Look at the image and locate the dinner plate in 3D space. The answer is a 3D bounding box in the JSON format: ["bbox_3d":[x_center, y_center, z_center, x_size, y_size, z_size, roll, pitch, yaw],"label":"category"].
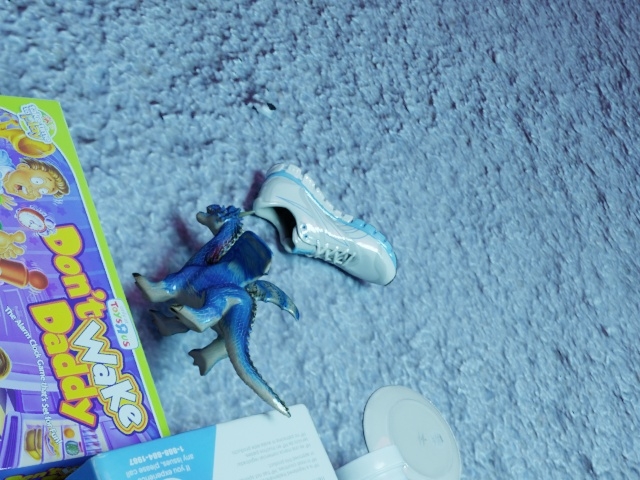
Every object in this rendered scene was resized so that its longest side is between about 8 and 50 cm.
[{"bbox_3d":[0.106,0.220,1.156,0.141,0.017,0.141,27,44,-29],"label":"dinner plate"}]

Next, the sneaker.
[{"bbox_3d":[0.000,0.000,1.200,0.190,0.071,0.083,36,46,-4],"label":"sneaker"}]

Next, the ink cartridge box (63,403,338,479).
[{"bbox_3d":[-0.063,0.308,0.826,0.223,0.129,0.308,-4,63,-46],"label":"ink cartridge box"}]

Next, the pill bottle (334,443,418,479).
[{"bbox_3d":[0.078,0.293,0.997,0.103,0.103,0.184,-6,64,-47],"label":"pill bottle"}]

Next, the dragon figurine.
[{"bbox_3d":[-0.075,0.047,0.976,0.144,0.289,0.085,-32,121,-20],"label":"dragon figurine"}]

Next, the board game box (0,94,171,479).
[{"bbox_3d":[-0.287,0.036,0.871,0.233,0.078,0.347,-1,60,-45],"label":"board game box"}]
